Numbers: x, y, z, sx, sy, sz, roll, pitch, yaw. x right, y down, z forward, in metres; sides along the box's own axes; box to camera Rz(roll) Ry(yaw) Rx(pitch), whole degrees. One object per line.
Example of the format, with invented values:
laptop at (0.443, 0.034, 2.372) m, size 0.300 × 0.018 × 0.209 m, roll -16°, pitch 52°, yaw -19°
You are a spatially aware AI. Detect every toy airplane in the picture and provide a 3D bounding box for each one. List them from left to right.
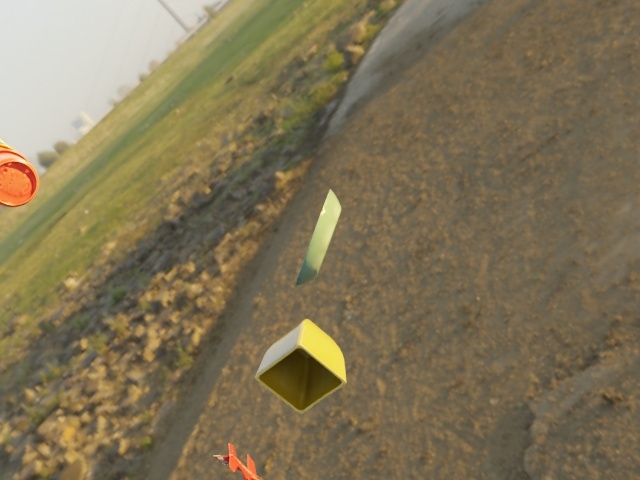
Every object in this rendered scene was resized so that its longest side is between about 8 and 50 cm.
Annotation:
toy airplane at (-0.135, 0.426, 1.466) m, size 0.028 × 0.151 × 0.151 m, roll -38°, pitch 17°, yaw 11°

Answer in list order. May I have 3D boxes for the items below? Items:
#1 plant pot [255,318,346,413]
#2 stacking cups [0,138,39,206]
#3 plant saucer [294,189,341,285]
plant pot at (-0.020, 0.146, 1.001) m, size 0.081 × 0.081 × 0.083 m, roll -39°, pitch 21°, yaw 26°
stacking cups at (-0.457, -0.099, 1.137) m, size 0.096 × 0.096 × 0.316 m, roll -48°, pitch 33°, yaw -15°
plant saucer at (0.000, 0.000, 0.931) m, size 0.119 × 0.021 × 0.119 m, roll -160°, pitch 90°, yaw -89°
